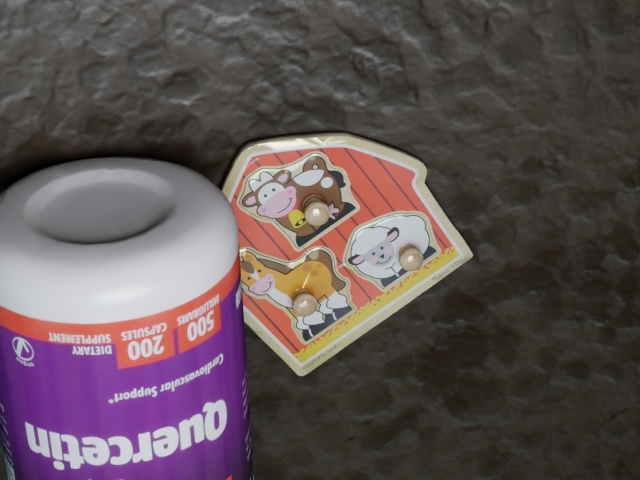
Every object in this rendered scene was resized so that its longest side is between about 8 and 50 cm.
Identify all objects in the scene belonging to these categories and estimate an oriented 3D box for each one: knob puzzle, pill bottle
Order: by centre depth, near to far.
[{"bbox_3d":[-0.141,0.114,1.097,0.181,0.181,0.323,-8,121,-8],"label":"pill bottle"},{"bbox_3d":[0.000,0.000,1.152,0.213,0.030,0.213,-6,121,-9],"label":"knob puzzle"}]
